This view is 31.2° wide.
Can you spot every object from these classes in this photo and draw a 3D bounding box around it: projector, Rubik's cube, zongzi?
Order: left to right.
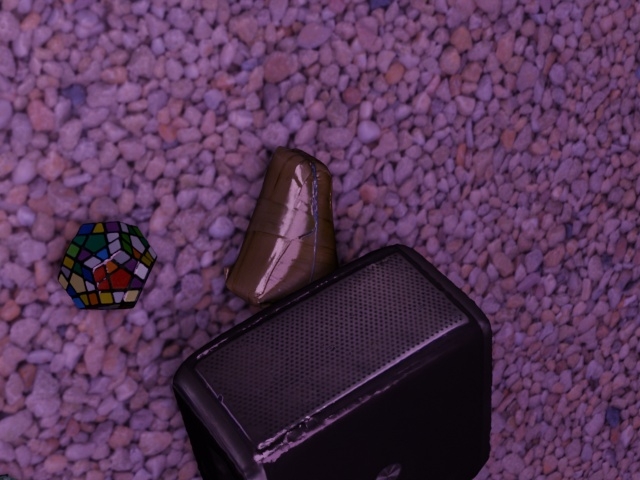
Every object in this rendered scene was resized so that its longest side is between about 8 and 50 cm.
[{"bbox_3d":[-0.283,0.035,1.520,0.112,0.133,0.133,23,95,-8],"label":"Rubik's cube"},{"bbox_3d":[0.000,0.000,1.680,0.256,0.115,0.228,18,94,-41],"label":"zongzi"},{"bbox_3d":[0.030,0.257,1.654,0.405,0.242,0.395,-29,138,-19],"label":"projector"}]

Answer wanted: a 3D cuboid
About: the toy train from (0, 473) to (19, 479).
[{"bbox_3d":[-0.463,0.366,1.539,0.172,0.099,0.070,0,104,-31],"label":"toy train"}]
